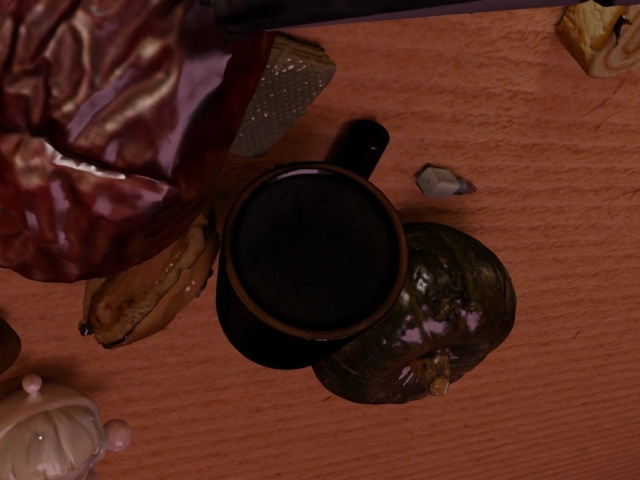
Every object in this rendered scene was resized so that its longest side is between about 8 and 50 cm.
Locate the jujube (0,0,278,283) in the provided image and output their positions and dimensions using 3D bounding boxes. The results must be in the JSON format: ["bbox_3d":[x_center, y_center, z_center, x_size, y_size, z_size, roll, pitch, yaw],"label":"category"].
[{"bbox_3d":[-0.124,-0.136,0.722,0.216,0.216,0.342,2,131,-44],"label":"jujube"}]

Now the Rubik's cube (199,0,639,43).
[{"bbox_3d":[0.118,-0.263,0.519,0.307,0.305,0.310,-11,-170,-31],"label":"Rubik's cube"}]

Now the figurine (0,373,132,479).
[{"bbox_3d":[-0.302,0.236,1.250,0.182,0.144,0.257,7,143,-17],"label":"figurine"}]

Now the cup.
[{"bbox_3d":[0.008,0.015,1.074,0.239,0.166,0.177,-37,171,-21],"label":"cup"}]

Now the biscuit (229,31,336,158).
[{"bbox_3d":[-0.089,-0.128,0.925,0.199,0.040,0.121,8,136,-47],"label":"biscuit"}]

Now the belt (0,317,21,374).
[{"bbox_3d":[-0.328,0.110,1.080,0.083,0.059,0.036,-26,151,-6],"label":"belt"}]

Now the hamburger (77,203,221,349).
[{"bbox_3d":[-0.154,0.025,1.083,0.176,0.087,0.102,-51,164,16],"label":"hamburger"}]

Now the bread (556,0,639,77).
[{"bbox_3d":[0.306,-0.223,1.084,0.122,0.073,0.149,-12,148,-31],"label":"bread"}]

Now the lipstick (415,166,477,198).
[{"bbox_3d":[0.146,-0.061,1.259,0.025,0.025,0.107,-44,154,27],"label":"lipstick"}]

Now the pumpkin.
[{"bbox_3d":[0.108,0.101,1.318,0.260,0.189,0.260,-21,149,-13],"label":"pumpkin"}]
